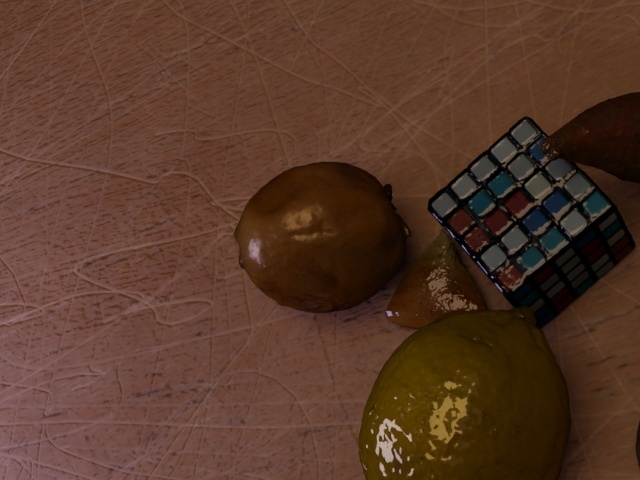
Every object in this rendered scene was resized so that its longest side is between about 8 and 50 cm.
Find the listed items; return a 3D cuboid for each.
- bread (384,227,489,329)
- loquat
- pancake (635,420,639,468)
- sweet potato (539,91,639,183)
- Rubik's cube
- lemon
[{"bbox_3d":[0.149,0.074,1.945,0.136,0.054,0.154,-30,61,14],"label":"bread"},{"bbox_3d":[0.000,0.000,1.936,0.238,0.238,0.193,-32,43,10],"label":"loquat"},{"bbox_3d":[0.510,0.258,1.741,0.222,0.042,0.236,-40,62,8],"label":"pancake"},{"bbox_3d":[0.414,-0.127,1.784,0.337,0.131,0.131,-9,63,-23],"label":"sweet potato"},{"bbox_3d":[0.280,-0.020,1.848,0.187,0.184,0.182,-42,64,7],"label":"Rubik's cube"},{"bbox_3d":[0.183,0.229,1.762,0.268,0.268,0.321,17,76,26],"label":"lemon"}]
